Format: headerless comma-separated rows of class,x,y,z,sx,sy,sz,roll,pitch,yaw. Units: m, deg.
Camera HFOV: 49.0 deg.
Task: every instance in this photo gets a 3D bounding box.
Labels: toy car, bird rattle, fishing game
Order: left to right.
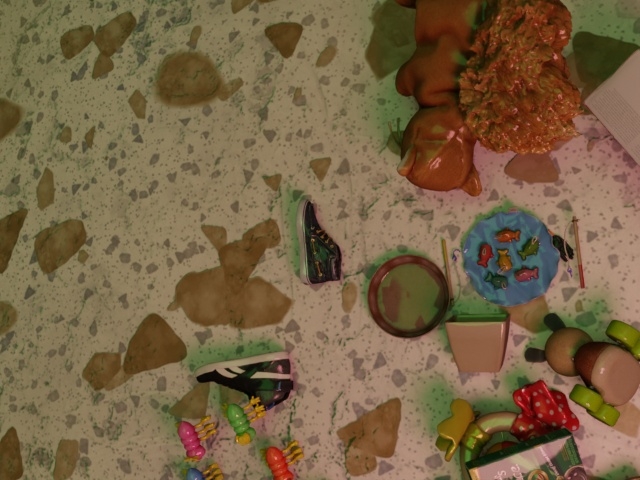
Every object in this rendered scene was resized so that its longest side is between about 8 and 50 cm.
bird rattle,0.334,0.365,1.251,0.254,0.143,0.207,-10,75,5
fishing game,0.359,0.030,1.335,0.264,0.041,0.189,-7,79,25
toy car,0.457,0.207,1.245,0.188,0.149,0.155,26,81,51

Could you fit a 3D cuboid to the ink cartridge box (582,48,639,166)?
ink cartridge box,0.647,-0.169,1.199,0.130,0.272,0.309,-50,63,39

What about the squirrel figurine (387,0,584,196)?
squirrel figurine,0.270,-0.264,1.264,0.397,0.281,0.370,26,98,61

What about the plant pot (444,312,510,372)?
plant pot,0.296,0.191,1.304,0.109,0.109,0.096,-4,90,20

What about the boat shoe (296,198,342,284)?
boat shoe,0.000,0.000,1.475,0.083,0.065,0.183,-6,84,18

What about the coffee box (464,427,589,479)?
coffee box,0.346,0.397,1.173,0.184,0.040,0.113,-19,92,2

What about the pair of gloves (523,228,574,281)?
pair of gloves,0.432,0.029,1.331,0.083,0.010,0.074,-46,65,5

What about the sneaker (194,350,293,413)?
sneaker,-0.162,0.307,1.464,0.217,0.079,0.121,-14,76,18

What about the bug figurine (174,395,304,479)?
bug figurine,-0.187,0.439,1.426,0.279,0.072,0.216,-21,100,18

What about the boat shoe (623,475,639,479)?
boat shoe,0.418,0.501,1.163,0.324,0.120,0.122,-40,31,9

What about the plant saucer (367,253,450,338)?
plant saucer,0.177,0.112,1.401,0.168,0.029,0.168,-4,79,19
